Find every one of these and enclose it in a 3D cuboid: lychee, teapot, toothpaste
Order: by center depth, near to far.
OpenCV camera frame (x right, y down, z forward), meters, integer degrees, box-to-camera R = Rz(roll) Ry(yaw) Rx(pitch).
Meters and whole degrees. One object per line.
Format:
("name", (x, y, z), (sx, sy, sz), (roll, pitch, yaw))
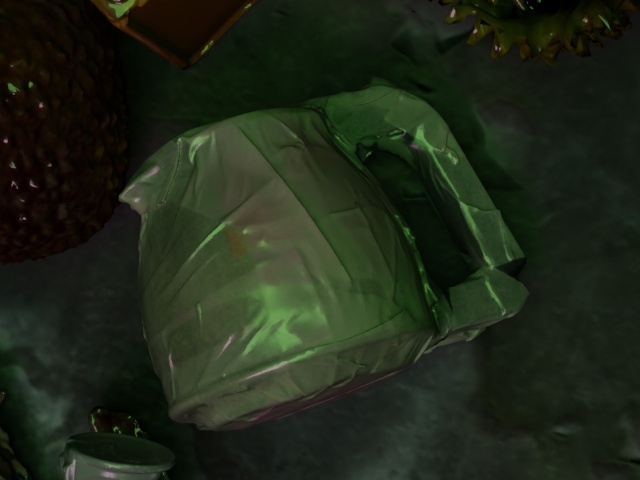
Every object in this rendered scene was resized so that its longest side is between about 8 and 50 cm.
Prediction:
("teapot", (-0.004, -0.001, 0.905), (0.221, 0.163, 0.178), (-20, 81, 8))
("lychee", (-0.203, -0.075, 0.920), (0.194, 0.194, 0.195), (0, 91, 8))
("toothpaste", (-0.142, 0.266, 0.934), (0.073, 0.114, 0.299), (9, 98, -4))

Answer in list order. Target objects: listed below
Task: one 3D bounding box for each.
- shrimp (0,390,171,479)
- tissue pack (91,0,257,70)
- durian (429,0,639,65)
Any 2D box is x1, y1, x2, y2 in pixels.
("shrimp", (-0.174, 0.145, 0.986), (0.143, 0.052, 0.251), (-25, 97, 0))
("tissue pack", (-0.139, -0.253, 0.902), (0.145, 0.194, 0.274), (-44, 86, 6))
("durian", (0.148, -0.223, 0.840), (0.292, 0.258, 0.258), (22, 93, -5))
